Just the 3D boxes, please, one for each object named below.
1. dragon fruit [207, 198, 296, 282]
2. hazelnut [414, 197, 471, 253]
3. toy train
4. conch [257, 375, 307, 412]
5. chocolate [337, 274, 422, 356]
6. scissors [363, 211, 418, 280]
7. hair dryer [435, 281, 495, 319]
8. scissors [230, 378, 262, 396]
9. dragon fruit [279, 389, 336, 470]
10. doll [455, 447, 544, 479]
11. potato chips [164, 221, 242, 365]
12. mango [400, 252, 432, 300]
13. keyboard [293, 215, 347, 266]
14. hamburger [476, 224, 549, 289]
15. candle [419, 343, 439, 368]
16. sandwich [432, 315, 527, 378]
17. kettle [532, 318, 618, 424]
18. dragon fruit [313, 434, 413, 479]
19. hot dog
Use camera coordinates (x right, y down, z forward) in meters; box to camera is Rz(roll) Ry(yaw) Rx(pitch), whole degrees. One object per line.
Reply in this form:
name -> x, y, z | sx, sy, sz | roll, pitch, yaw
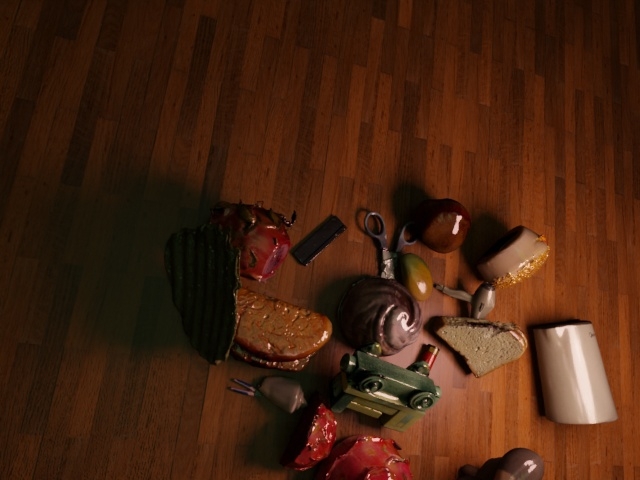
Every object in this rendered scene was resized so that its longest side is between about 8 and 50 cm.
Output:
dragon fruit -> -0.249, -0.016, 1.481 | 0.291, 0.250, 0.269 | 35, 108, 17
hazelnut -> 0.477, -0.065, 1.777 | 0.229, 0.229, 0.230 | 4, 79, -18
toy train -> 0.208, 0.501, 1.528 | 0.397, 0.253, 0.160 | 25, 31, -20
conch -> -0.123, 0.515, 1.533 | 0.176, 0.094, 0.105 | 21, 86, 14
chocolate -> 0.234, 0.271, 1.605 | 0.303, 0.213, 0.304 | 1, 86, -19
scissors -> 0.260, 0.089, 1.758 | 0.255, 0.029, 0.384 | 14, 78, -21
hair dryer -> 0.578, 0.272, 1.799 | 0.224, 0.088, 0.219 | -4, 104, 21
scissors -> -0.244, 0.497, 1.517 | 0.113, 0.012, 0.039 | 24, 73, -13
dragon fruit -> -0.016, 0.645, 1.508 | 0.189, 0.162, 0.262 | 39, 67, -38
doll -> 0.566, 0.867, 1.559 | 0.382, 0.252, 0.379 | -32, 130, -28
potato chips -> -0.358, 0.156, 1.384 | 0.070, 0.358, 0.430 | -5, 101, -48
mango -> 0.366, 0.138, 1.746 | 0.130, 0.092, 0.195 | -34, 98, -28
keyboard -> 0.000, 0.000, 1.692 | 0.231, 0.023, 0.072 | -42, 88, -21
hamburger -> 0.768, 0.077, 1.805 | 0.294, 0.276, 0.179 | -40, 83, -16
candle -> 0.405, 0.461, 1.726 | 0.052, 0.052, 0.131 | 33, 72, -10
sandwich -> 0.610, 0.361, 1.727 | 0.288, 0.254, 0.100 | 45, 28, -4
kettle -> 1.043, 0.518, 1.852 | 0.360, 0.250, 0.377 | 3, 75, -39
dragon fruit -> 0.172, 0.842, 1.481 | 0.371, 0.249, 0.386 | 45, 72, -11
hot dog -> -0.171, 0.307, 1.488 | 0.404, 0.185, 0.223 | 22, 72, -13
